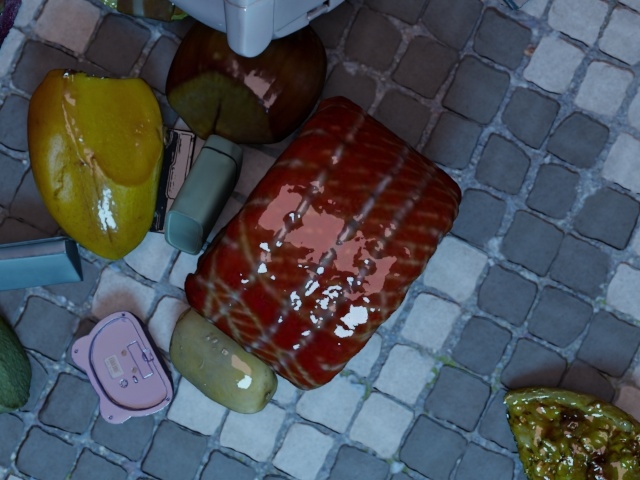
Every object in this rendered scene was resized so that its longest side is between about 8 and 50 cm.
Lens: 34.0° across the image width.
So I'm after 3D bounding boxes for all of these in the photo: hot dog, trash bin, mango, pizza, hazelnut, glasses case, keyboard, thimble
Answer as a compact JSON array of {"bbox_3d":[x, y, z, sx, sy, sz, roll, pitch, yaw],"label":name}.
[{"bbox_3d":[-0.231,-0.362,1.479,0.262,0.093,0.123,12,49,3],"label":"hot dog"},{"bbox_3d":[-0.158,-0.061,1.422,0.059,0.116,0.130,24,63,2],"label":"trash bin"},{"bbox_3d":[-0.313,-0.102,1.460,0.187,0.138,0.257,2,92,-18],"label":"mango"},{"bbox_3d":[0.378,0.304,1.438,0.305,0.085,0.161,31,96,21],"label":"pizza"},{"bbox_3d":[-0.098,-0.231,1.451,0.212,0.181,0.181,23,125,12],"label":"hazelnut"},{"bbox_3d":[-0.480,0.030,1.481,0.266,0.105,0.056,-7,63,-1],"label":"glasses case"},{"bbox_3d":[-0.216,-0.086,1.519,0.053,0.010,0.155,10,88,-1],"label":"keyboard"},{"bbox_3d":[0.000,0.000,1.361,0.231,0.350,0.350,38,89,-3],"label":"thimble"}]

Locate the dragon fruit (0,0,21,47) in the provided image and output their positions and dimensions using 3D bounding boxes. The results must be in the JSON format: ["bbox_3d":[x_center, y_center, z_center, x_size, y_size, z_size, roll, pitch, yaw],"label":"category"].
[{"bbox_3d":[-0.493,-0.313,1.481,0.102,0.096,0.147,27,90,-3],"label":"dragon fruit"}]

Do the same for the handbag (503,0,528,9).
[{"bbox_3d":[0.264,-0.457,1.515,0.144,0.057,0.221,-41,90,6],"label":"handbag"}]

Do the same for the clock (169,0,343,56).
[{"bbox_3d":[-0.112,-0.419,1.375,0.326,0.184,0.342,37,51,22],"label":"clock"}]

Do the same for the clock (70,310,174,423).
[{"bbox_3d":[-0.279,0.182,1.491,0.110,0.050,0.152,-27,89,-1],"label":"clock"}]

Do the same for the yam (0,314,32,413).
[{"bbox_3d":[-0.552,0.185,1.439,0.268,0.161,0.161,-13,89,1],"label":"yam"}]

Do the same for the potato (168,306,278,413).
[{"bbox_3d":[-0.136,0.163,1.466,0.178,0.118,0.109,37,53,13],"label":"potato"}]
